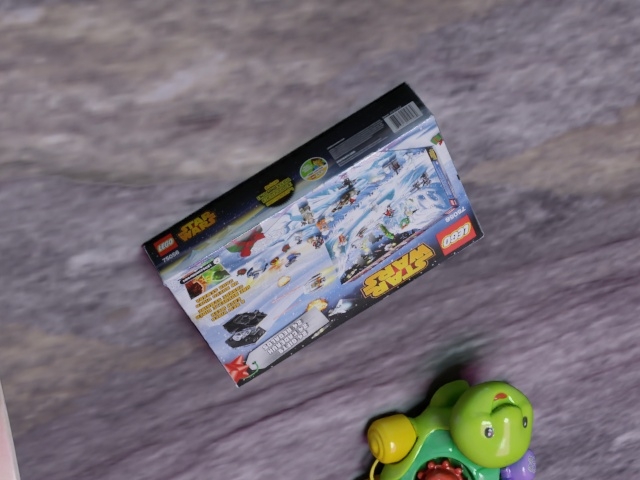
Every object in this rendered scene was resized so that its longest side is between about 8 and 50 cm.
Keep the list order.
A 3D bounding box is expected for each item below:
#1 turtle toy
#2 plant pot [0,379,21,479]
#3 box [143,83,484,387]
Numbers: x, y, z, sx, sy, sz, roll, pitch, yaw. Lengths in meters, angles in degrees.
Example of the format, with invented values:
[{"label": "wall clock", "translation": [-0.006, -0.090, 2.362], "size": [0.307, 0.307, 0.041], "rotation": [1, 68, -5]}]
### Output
[{"label": "turtle toy", "translation": [0.076, 0.119, 0.927], "size": [0.095, 0.066, 0.130], "rotation": [-13, 137, -24]}, {"label": "plant pot", "translation": [-0.248, 0.155, 0.628], "size": [0.274, 0.256, 0.256], "rotation": [-9, 138, -4]}, {"label": "box", "translation": [0.000, 0.000, 0.782], "size": [0.137, 0.027, 0.094], "rotation": [-31, 140, -3]}]
